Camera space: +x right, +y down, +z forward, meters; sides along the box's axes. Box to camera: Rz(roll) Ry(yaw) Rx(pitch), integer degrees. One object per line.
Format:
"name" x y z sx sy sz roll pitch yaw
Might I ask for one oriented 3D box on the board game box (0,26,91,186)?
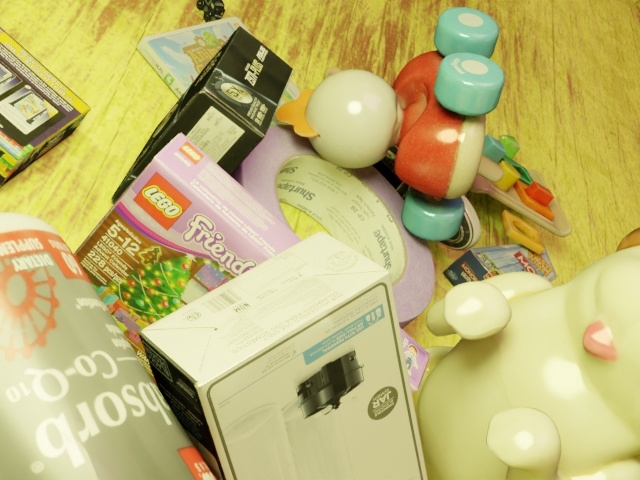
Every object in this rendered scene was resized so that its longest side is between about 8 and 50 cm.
"board game box" -0.331 -0.147 0.994 0.170 0.048 0.141 43 32 -5

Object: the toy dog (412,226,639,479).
"toy dog" 0.251 0.167 0.980 0.395 0.408 0.284 21 42 -33

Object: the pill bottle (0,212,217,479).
"pill bottle" -0.180 0.180 0.675 0.363 0.210 0.210 55 35 12

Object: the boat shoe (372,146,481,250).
"boat shoe" 0.121 -0.063 1.381 0.219 0.078 0.070 44 32 11

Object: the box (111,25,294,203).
"box" -0.122 -0.111 1.064 0.077 0.180 0.147 37 35 -14

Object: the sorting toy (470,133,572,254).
"sorting toy" 0.293 -0.100 1.565 0.196 0.047 0.348 23 30 -27

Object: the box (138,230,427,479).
"box" -0.012 0.160 0.784 0.169 0.290 0.087 -28 36 -26

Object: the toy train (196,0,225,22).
"toy train" -0.172 -0.365 1.399 0.027 0.036 0.158 -5 59 -50

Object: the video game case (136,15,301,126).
"video game case" -0.109 -0.200 1.310 0.193 0.023 0.212 50 34 5

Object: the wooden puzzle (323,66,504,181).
"wooden puzzle" 0.125 -0.161 1.449 0.221 0.044 0.239 27 9 -26

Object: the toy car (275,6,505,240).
"toy car" 0.069 -0.149 1.187 0.238 0.219 0.210 10 40 -2

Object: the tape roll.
"tape roll" 0.000 0.000 1.165 0.275 0.090 0.275 28 39 -25

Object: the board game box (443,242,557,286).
"board game box" 0.289 0.079 1.425 0.194 0.060 0.194 52 35 9

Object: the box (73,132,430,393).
"box" -0.077 0.073 0.905 0.293 0.201 0.057 42 34 -7
